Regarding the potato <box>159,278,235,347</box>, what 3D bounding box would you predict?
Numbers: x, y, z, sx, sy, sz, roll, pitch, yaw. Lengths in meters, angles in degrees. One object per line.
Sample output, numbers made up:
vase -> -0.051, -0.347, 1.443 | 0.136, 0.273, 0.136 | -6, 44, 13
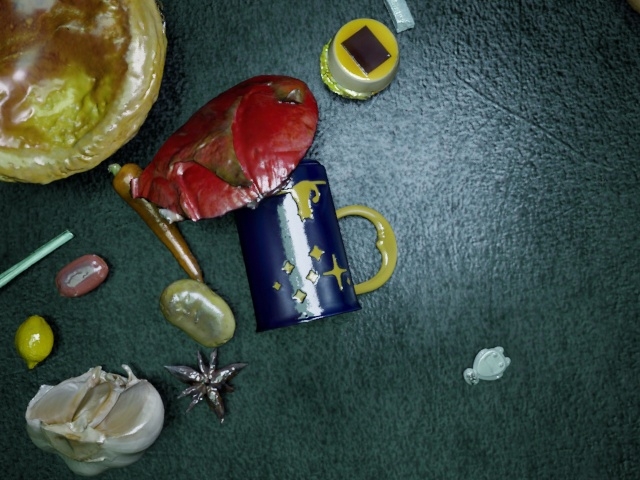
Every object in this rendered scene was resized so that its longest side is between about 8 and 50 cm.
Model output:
potato -> -0.205, 0.120, 1.711 | 0.138, 0.070, 0.091 | 39, 107, -12

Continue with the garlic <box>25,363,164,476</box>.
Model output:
garlic -> -0.360, 0.309, 1.687 | 0.229, 0.178, 0.143 | -2, 120, 19

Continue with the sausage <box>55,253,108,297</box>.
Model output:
sausage -> -0.405, 0.060, 1.730 | 0.094, 0.054, 0.059 | -30, 88, 0

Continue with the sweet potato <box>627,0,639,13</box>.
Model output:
sweet potato -> 0.547, -0.447, 1.713 | 0.112, 0.085, 0.286 | -20, 74, -33

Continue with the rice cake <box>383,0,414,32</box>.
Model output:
rice cake -> 0.112, -0.435, 1.745 | 0.033, 0.029, 0.171 | -26, 89, -6

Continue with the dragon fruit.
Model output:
dragon fruit -> -0.133, -0.159, 1.607 | 0.343, 0.100, 0.282 | -41, 43, -16

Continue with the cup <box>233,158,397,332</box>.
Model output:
cup -> -0.019, 0.005, 1.694 | 0.178, 0.255, 0.256 | -16, 84, 39

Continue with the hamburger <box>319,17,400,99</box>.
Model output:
hamburger -> 0.067, -0.303, 1.716 | 0.126, 0.081, 0.141 | 35, 77, 0

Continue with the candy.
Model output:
candy -> -0.561, 0.082, 1.733 | 0.335, 0.092, 0.093 | -34, 51, -7

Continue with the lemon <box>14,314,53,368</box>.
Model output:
lemon -> -0.484, 0.172, 1.726 | 0.065, 0.065, 0.092 | 7, 88, 2

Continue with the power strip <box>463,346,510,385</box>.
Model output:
power strip -> 0.278, 0.213, 1.714 | 0.083, 0.035, 0.055 | -32, 87, -2

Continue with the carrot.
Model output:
carrot -> -0.269, -0.033, 1.730 | 0.061, 0.061, 0.257 | -39, 92, 0

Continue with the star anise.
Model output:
star anise -> -0.202, 0.235, 1.715 | 0.129, 0.056, 0.124 | 23, 77, 0

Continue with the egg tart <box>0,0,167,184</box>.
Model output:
egg tart -> -0.462, -0.310, 1.685 | 0.443, 0.178, 0.443 | 0, 86, 2
